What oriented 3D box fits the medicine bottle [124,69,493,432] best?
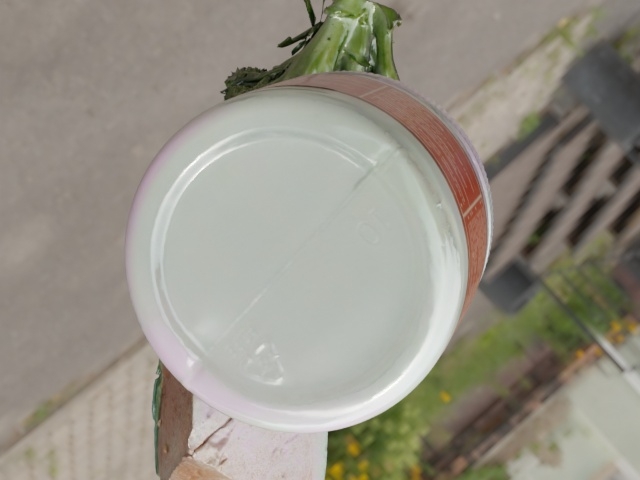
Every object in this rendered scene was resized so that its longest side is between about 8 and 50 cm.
[{"bbox_3d":[0.000,0.000,1.242,0.252,0.252,0.241,-45,178,16],"label":"medicine bottle"}]

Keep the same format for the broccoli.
[{"bbox_3d":[0.007,-0.193,2.159,0.303,0.321,0.283,10,103,-31],"label":"broccoli"}]

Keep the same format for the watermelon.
[{"bbox_3d":[-0.151,0.218,2.210,0.222,0.292,0.319,-6,161,37],"label":"watermelon"}]
